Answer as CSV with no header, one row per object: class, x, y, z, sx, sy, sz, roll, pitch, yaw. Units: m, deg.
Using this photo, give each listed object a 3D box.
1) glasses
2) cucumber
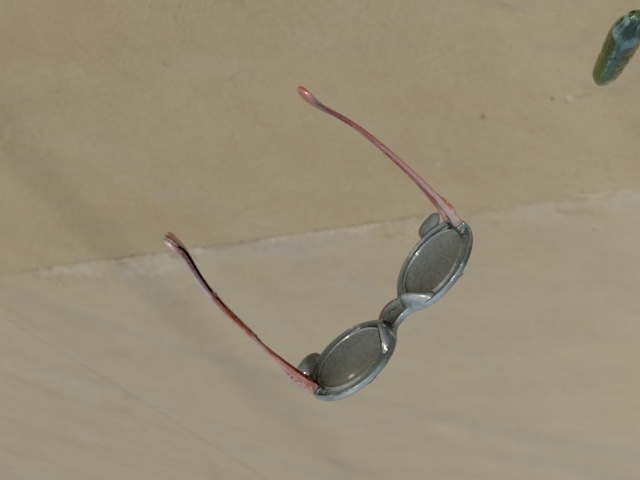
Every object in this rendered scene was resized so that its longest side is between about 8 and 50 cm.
glasses,0.000,0.000,0.747,0.268,0.234,0.118,45,176,-28
cucumber,0.482,-0.308,1.284,0.056,0.056,0.250,10,165,9
